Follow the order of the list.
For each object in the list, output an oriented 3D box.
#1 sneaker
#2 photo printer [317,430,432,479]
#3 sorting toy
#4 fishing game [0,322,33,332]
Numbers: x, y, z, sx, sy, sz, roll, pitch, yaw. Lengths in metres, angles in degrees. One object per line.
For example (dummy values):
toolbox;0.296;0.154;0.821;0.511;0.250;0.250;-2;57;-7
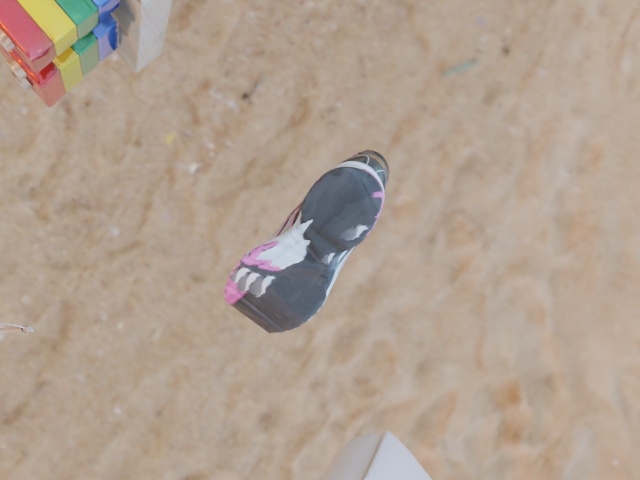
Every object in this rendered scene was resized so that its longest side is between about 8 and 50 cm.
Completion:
sneaker;0.000;0.000;1.076;0.178;0.072;0.077;-43;-176;33
photo printer;0.083;0.315;1.295;0.107;0.256;0.307;-36;177;8
sorting toy;-0.204;-0.197;0.805;0.089;0.255;0.257;-41;-176;-7
fishing game;-0.526;0.096;1.831;0.264;0.189;0.041;23;69;-44
